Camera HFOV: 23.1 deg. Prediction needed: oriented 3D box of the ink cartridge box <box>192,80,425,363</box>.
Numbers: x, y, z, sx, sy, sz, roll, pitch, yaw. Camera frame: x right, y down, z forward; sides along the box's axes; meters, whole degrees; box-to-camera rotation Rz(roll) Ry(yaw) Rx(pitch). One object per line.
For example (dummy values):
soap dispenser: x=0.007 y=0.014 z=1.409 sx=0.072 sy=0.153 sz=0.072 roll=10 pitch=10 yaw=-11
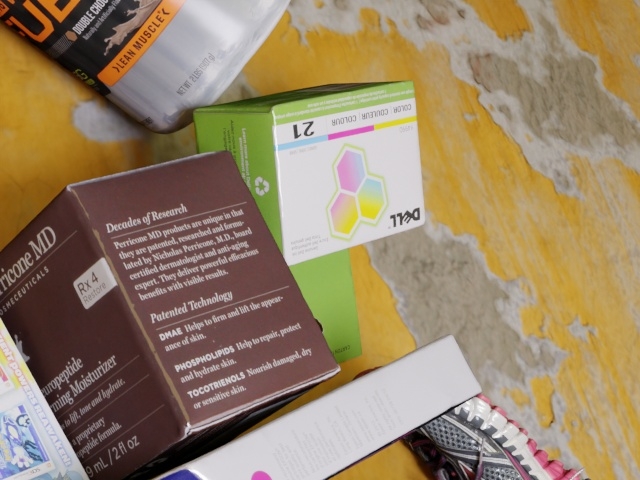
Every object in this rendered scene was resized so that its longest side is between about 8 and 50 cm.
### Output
ink cartridge box: x=0.000 y=0.000 z=1.339 sx=0.189 sy=0.097 sz=0.255 roll=-17 pitch=104 yaw=-47

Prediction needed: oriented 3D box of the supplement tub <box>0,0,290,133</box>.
supplement tub: x=-0.202 y=-0.264 z=1.332 sx=0.338 sy=0.207 sz=0.207 roll=37 pitch=45 yaw=-16

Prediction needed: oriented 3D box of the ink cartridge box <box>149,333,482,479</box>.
ink cartridge box: x=-0.049 y=0.179 z=1.198 sx=0.371 sy=0.176 sz=0.069 roll=-18 pitch=77 yaw=-46

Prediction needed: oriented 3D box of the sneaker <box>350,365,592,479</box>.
sneaker: x=0.146 y=0.217 z=1.396 sx=0.299 sy=0.121 sz=0.112 roll=38 pitch=75 yaw=-6

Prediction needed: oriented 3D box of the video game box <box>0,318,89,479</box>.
video game box: x=-0.280 y=0.143 z=1.116 sx=0.187 sy=0.048 sz=0.205 roll=-23 pitch=80 yaw=-45

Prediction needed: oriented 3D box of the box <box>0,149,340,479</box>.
box: x=-0.129 y=0.066 z=1.208 sx=0.167 sy=0.168 sz=0.203 roll=-18 pitch=76 yaw=-45
